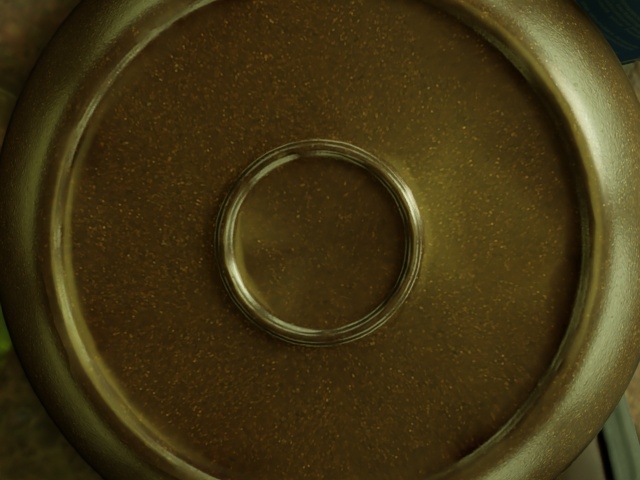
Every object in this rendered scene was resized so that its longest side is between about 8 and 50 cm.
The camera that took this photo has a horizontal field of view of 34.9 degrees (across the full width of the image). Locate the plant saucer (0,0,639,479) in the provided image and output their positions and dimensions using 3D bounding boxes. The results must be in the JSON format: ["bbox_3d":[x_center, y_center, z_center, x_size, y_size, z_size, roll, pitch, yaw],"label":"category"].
[{"bbox_3d":[0.000,0.000,0.447,0.311,0.050,0.310,0,93,3],"label":"plant saucer"}]

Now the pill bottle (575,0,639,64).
[{"bbox_3d":[0.170,-0.153,0.488,0.124,0.221,0.124,0,91,-22],"label":"pill bottle"}]

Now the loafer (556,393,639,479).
[{"bbox_3d":[0.075,0.024,0.518,0.095,0.109,0.302,-26,102,-15],"label":"loafer"}]
